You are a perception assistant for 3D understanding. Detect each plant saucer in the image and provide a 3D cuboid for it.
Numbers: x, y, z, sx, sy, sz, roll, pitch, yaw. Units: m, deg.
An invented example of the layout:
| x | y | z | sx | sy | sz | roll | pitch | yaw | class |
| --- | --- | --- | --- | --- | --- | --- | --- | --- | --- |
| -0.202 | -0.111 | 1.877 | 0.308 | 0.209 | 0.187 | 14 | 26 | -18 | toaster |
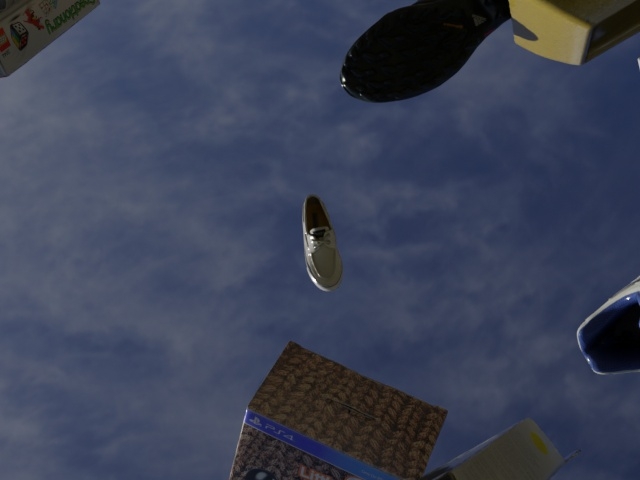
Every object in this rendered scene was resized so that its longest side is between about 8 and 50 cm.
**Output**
| x | y | z | sx | sy | sz | roll | pitch | yaw | class |
| --- | --- | --- | --- | --- | --- | --- | --- | --- | --- |
| 0.374 | -0.303 | 1.024 | 0.332 | 0.333 | 0.081 | -29 | -96 | 12 | plant saucer |

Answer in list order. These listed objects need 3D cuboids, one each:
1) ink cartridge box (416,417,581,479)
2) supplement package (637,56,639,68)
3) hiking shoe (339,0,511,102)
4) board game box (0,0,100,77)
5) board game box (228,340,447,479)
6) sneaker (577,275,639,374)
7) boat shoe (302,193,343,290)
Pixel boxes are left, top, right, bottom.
| x | y | z | sx | sy | sz | roll | pitch | yaw | class |
| --- | --- | --- | --- | --- | --- | --- | --- | --- | --- |
| 0.060 | 0.262 | 0.820 | 0.303 | 0.307 | 0.072 | -38 | -104 | 21 | ink cartridge box |
| 0.613 | -0.210 | 1.381 | 0.134 | 0.139 | 0.244 | -35 | -139 | -2 | supplement package |
| 0.158 | -0.275 | 1.222 | 0.304 | 0.113 | 0.132 | -32 | -171 | -1 | hiking shoe |
| -0.405 | -0.203 | 0.973 | 0.305 | 0.053 | 0.193 | -7 | -149 | 23 | board game box |
| 0.007 | 0.321 | 1.258 | 0.232 | 0.291 | 0.141 | 23 | -142 | 10 | board game box |
| 0.329 | 0.059 | 0.739 | 0.131 | 0.296 | 0.112 | -24 | -98 | -28 | sneaker |
| 0.000 | 0.000 | 0.906 | 0.035 | 0.035 | 0.100 | -9 | -119 | 3 | boat shoe |
